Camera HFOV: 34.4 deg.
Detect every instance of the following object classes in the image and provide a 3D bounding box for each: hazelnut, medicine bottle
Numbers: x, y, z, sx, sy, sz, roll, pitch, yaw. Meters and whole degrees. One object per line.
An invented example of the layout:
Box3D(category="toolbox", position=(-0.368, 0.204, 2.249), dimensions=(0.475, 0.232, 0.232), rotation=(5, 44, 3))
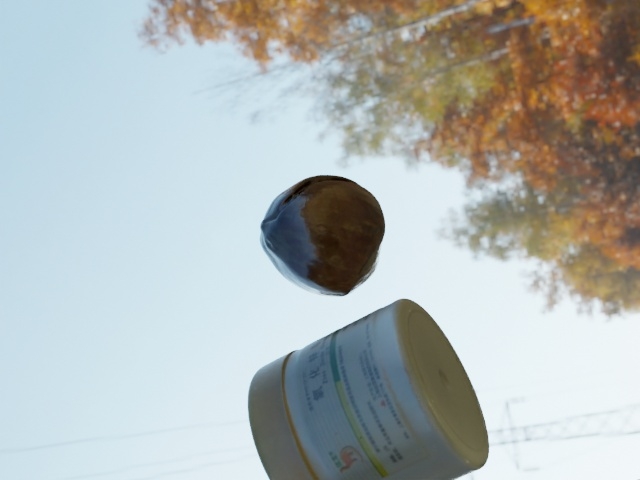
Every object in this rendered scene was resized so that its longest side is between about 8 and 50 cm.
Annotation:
Box3D(category="hazelnut", position=(0.000, 0.000, 1.784), dimensions=(0.234, 0.218, 0.218), rotation=(120, 156, -54))
Box3D(category="medicine bottle", position=(0.063, 0.223, 1.324), dimensions=(0.238, 0.232, 0.238), rotation=(50, -159, -27))

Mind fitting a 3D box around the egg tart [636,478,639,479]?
Box3D(category="egg tart", position=(0.814, 0.732, 2.500), dimensions=(0.341, 0.132, 0.341), rotation=(5, -97, -43))
